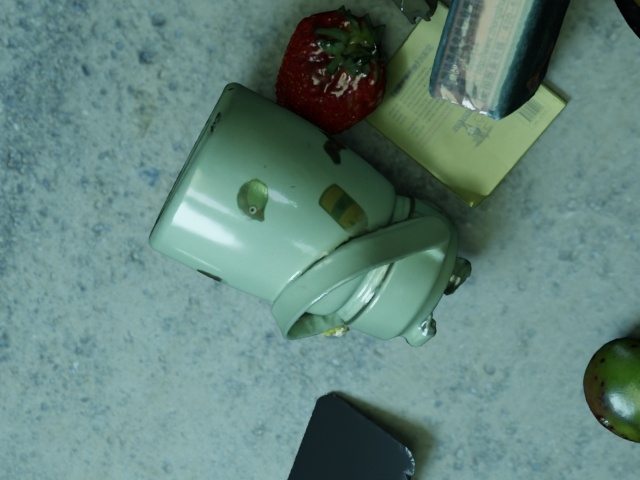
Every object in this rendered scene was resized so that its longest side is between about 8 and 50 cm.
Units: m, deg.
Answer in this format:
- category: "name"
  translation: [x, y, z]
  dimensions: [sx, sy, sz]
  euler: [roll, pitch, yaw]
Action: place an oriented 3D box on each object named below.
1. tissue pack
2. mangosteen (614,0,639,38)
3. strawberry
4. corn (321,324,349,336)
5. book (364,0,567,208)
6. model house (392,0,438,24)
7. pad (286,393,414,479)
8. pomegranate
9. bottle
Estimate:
- category: "tissue pack"
  translation: [0.208, -0.288, 1.064]
  dimensions: [0.103, 0.228, 0.315]
  euler: [21, 109, 12]
- category: "mangosteen"
  translation: [0.373, -0.264, 0.980]
  dimensions: [0.275, 0.302, 0.275]
  euler: [20, 128, 27]
- category: "strawberry"
  translation: [0.013, -0.186, 1.241]
  dimensions: [0.131, 0.131, 0.148]
  euler: [35, 147, 6]
- category: "corn"
  translation: [-0.026, 0.031, 1.343]
  dimensions: [0.067, 0.067, 0.206]
  euler: [-32, 93, 25]
- category: "book"
  translation: [0.157, -0.155, 1.249]
  dimensions: [0.192, 0.013, 0.168]
  euler: [41, 115, 4]
- category: "model house"
  translation: [0.057, -0.348, 1.141]
  dimensions: [0.243, 0.204, 0.211]
  euler: [45, 161, -22]
- category: "pad"
  translation: [0.099, 0.371, 1.412]
  dimensions: [0.323, 0.055, 0.250]
  euler: [25, 113, 11]
- category: "pomegranate"
  translation: [0.363, 0.168, 1.226]
  dimensions: [0.130, 0.130, 0.130]
  euler: [6, 108, 18]
- category: "bottle"
  translation: [0.000, 0.000, 1.215]
  dimensions: [0.352, 0.229, 0.229]
  euler: [29, 115, -10]
